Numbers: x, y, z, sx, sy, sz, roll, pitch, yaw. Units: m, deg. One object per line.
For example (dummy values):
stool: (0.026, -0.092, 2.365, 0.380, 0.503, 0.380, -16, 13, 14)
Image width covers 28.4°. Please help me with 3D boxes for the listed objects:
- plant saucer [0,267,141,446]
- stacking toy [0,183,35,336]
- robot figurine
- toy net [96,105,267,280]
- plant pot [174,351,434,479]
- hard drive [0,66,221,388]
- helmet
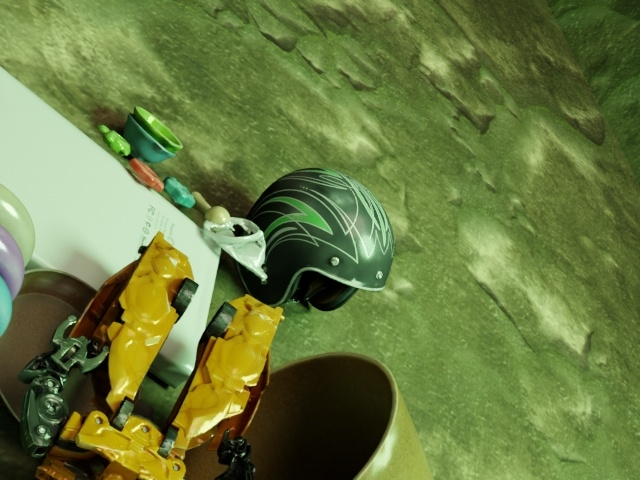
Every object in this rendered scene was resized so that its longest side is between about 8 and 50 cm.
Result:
plant saucer: (-0.226, 0.107, 1.089, 0.168, 0.029, 0.168, 33, 42, -37)
stacking toy: (-0.301, 0.104, 0.911, 0.141, 0.141, 0.330, 34, 40, -32)
robot figurine: (-0.136, 0.128, 1.066, 0.211, 0.085, 0.291, 33, 39, -8)
toy net: (-0.132, -0.051, 1.341, 0.232, 0.045, 0.122, 44, 5, 3)
plant pot: (0.020, 0.271, 1.126, 0.254, 0.237, 0.237, 58, 25, -24)
hard drive: (-0.230, -0.017, 1.221, 0.307, 0.040, 0.203, 40, 32, -24)
helmet: (0.000, 0.000, 1.420, 0.169, 0.161, 0.169, 37, 33, -29)
